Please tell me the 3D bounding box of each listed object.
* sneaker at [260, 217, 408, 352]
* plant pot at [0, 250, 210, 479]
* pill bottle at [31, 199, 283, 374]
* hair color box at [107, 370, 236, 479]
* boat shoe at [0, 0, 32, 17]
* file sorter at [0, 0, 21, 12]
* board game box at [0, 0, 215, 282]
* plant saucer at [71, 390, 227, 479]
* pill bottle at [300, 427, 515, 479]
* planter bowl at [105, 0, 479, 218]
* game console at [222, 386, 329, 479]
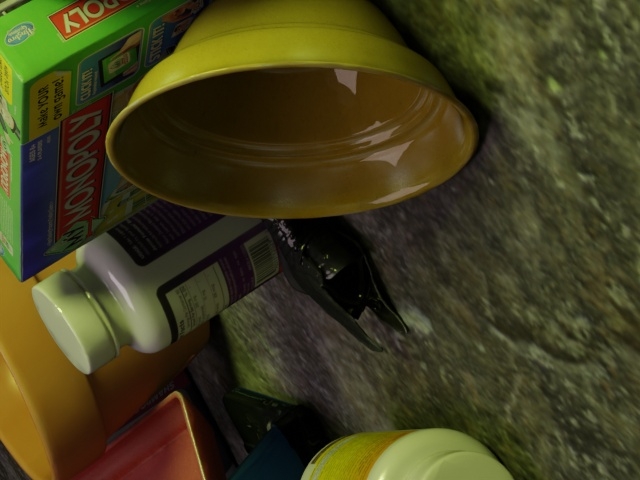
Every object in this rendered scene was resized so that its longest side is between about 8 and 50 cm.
[{"bbox_3d":[-0.002,0.001,1.252,0.089,0.051,0.170,25,148,54],"label":"sneaker"},{"bbox_3d":[-0.242,0.064,1.641,0.291,0.203,0.291,48,155,30],"label":"plant pot"},{"bbox_3d":[-0.120,0.020,1.331,0.108,0.193,0.108,46,157,27],"label":"pill bottle"},{"bbox_3d":[-0.180,0.278,1.872,0.105,0.174,0.347,12,132,61],"label":"hair color box"},{"bbox_3d":[-0.267,-0.172,1.563,0.075,0.065,0.206,32,149,48],"label":"boat shoe"},{"bbox_3d":[-0.191,-0.163,1.255,0.193,0.173,0.277,52,158,11],"label":"file sorter"},{"bbox_3d":[-0.119,-0.097,1.132,0.046,0.213,0.317,52,159,12],"label":"board game box"},{"bbox_3d":[-0.145,0.307,1.648,0.258,0.048,0.259,-40,61,46],"label":"plant saucer"},{"bbox_3d":[0.067,0.199,1.284,0.117,0.117,0.215,58,160,-4],"label":"pill bottle"},{"bbox_3d":[-0.017,-0.094,1.019,0.217,0.217,0.090,117,153,-67],"label":"planter bowl"},{"bbox_3d":[-0.032,0.309,1.589,0.250,0.173,0.293,6,126,64],"label":"game console"}]
